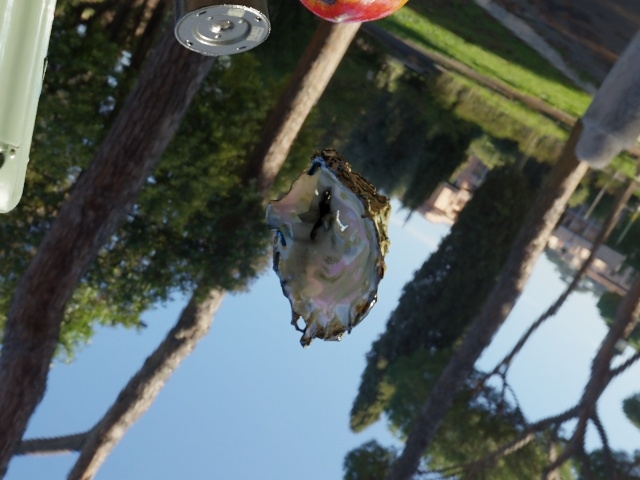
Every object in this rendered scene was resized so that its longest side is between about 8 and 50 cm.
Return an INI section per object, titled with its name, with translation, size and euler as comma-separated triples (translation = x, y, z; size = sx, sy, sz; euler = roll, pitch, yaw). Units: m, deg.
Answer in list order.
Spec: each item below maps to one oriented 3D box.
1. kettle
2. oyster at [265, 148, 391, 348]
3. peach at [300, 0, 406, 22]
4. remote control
[kettle]
translation = -0.221, -0.578, 1.764
size = 0.203, 0.308, 0.262
euler = -8, 165, 5
[oyster]
translation = 0.007, 0.002, 1.047
size = 0.092, 0.198, 0.260
euler = 1, -116, -49
[peach]
translation = 0.053, -0.412, 1.113
size = 0.196, 0.190, 0.226
euler = 35, -126, 7
[remote control]
translation = -0.282, -0.196, 0.690
size = 0.065, 0.335, 0.128
euler = 4, 173, 27
